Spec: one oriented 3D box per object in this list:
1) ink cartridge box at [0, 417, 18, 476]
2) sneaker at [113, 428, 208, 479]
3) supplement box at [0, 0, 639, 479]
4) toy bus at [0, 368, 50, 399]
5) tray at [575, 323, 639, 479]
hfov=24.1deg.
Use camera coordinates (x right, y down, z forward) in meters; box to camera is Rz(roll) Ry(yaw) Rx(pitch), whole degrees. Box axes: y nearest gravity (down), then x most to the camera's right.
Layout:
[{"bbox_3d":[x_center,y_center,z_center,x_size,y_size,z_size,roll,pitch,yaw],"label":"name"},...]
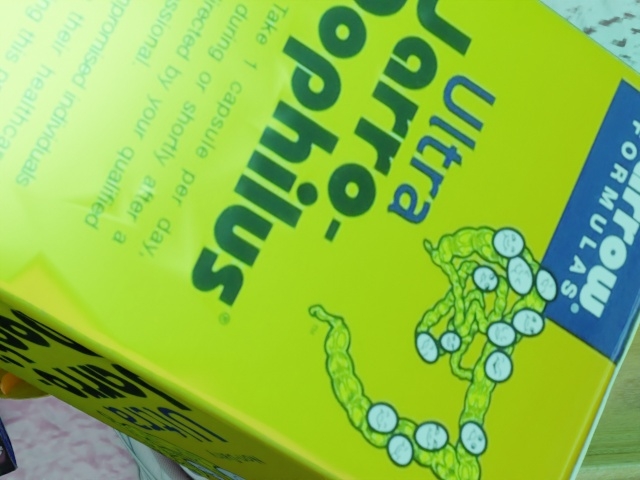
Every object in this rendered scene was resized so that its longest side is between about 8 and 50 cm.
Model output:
[{"bbox_3d":[-0.286,0.122,0.843,0.207,0.046,0.097,-21,120,-11],"label":"ink cartridge box"},{"bbox_3d":[-0.064,0.133,0.890,0.111,0.129,0.297,-36,124,-4],"label":"sneaker"},{"bbox_3d":[-0.069,-0.042,0.565,0.356,0.194,0.195,32,74,-19],"label":"supplement box"},{"bbox_3d":[-0.154,-0.064,0.751,0.211,0.149,0.220,-43,122,-33],"label":"toy bus"},{"bbox_3d":[0.148,0.027,0.806,0.411,0.076,0.202,-1,101,-16],"label":"tray"}]
